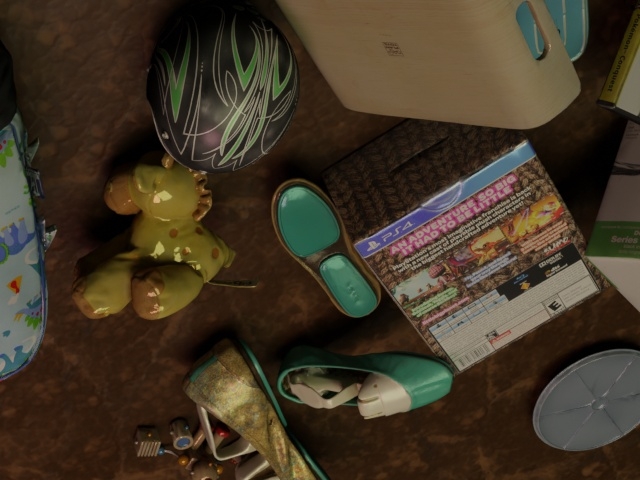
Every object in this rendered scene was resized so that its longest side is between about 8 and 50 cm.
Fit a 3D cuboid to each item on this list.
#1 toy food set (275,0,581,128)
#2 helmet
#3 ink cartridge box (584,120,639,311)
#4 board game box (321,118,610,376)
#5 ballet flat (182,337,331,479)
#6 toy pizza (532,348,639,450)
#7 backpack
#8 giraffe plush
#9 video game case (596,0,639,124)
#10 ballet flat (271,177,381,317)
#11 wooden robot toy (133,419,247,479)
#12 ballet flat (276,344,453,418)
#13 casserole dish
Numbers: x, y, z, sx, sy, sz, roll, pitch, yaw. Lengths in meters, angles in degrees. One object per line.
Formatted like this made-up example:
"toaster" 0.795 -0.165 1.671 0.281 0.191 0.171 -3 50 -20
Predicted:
"toy food set" 0.094 -0.228 1.528 0.092 0.306 0.220 -60 138 -24
"helmet" -0.101 -0.159 1.569 0.169 0.161 0.169 -10 131 -12
"ink cartridge box" 0.425 -0.037 1.828 0.160 0.092 0.219 38 65 -40
"board game box" 0.179 -0.012 1.810 0.232 0.141 0.291 -31 132 7
"ballet flat" -0.080 0.270 1.968 0.123 0.123 0.349 -27 128 3
"toy pizza" 0.399 0.227 2.168 0.201 0.032 0.201 -10 130 -12
"backpack" -0.416 -0.003 1.549 0.290 0.273 0.356 -24 149 -26
"giraffe plush" -0.182 -0.022 1.673 0.210 0.181 0.171 -7 110 0
"video game case" 0.470 -0.227 1.737 0.274 0.035 0.248 19 94 -32
"ballet flat" 0.000 0.000 1.805 0.080 0.073 0.232 -25 127 7
"wooden robot toy" -0.160 0.289 1.985 0.173 0.079 0.076 19 120 -33
"ballet flat" 0.049 0.186 1.880 0.247 0.087 0.083 3 130 33
"casserole dish" 0.255 -0.261 1.698 0.114 0.037 0.188 -17 133 -5
